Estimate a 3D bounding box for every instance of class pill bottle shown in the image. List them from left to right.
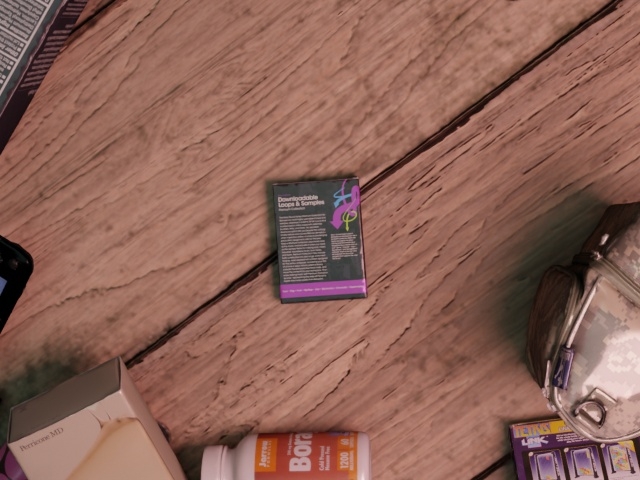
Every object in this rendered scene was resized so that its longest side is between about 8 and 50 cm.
[{"bbox_3d":[-0.042,0.310,1.589,0.216,0.121,0.121,-2,93,3],"label":"pill bottle"}]

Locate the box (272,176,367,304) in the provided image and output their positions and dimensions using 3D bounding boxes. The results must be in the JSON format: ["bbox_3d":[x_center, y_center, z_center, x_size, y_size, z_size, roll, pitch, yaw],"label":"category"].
[{"bbox_3d":[0.000,0.000,1.617,0.116,0.029,0.162,-4,94,3],"label":"box"}]

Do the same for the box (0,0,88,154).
[{"bbox_3d":[-0.493,-0.269,1.537,0.296,0.183,0.294,31,98,-7],"label":"box"}]

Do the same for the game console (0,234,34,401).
[{"bbox_3d":[-0.495,0.130,1.588,0.213,0.044,0.361,28,113,-9],"label":"game console"}]

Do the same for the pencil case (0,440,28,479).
[{"bbox_3d":[-0.385,0.308,1.632,0.209,0.098,0.095,-49,50,6],"label":"pencil case"}]

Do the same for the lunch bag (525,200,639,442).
[{"bbox_3d":[0.363,0.106,1.461,0.212,0.305,0.256,38,94,2],"label":"lunch bag"}]

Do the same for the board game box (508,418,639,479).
[{"bbox_3d":[0.335,0.298,1.565,0.170,0.048,0.141,-7,53,5],"label":"board game box"}]

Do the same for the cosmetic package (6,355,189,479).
[{"bbox_3d":[-0.254,0.324,1.557,0.160,0.113,0.309,-27,111,-2],"label":"cosmetic package"}]
